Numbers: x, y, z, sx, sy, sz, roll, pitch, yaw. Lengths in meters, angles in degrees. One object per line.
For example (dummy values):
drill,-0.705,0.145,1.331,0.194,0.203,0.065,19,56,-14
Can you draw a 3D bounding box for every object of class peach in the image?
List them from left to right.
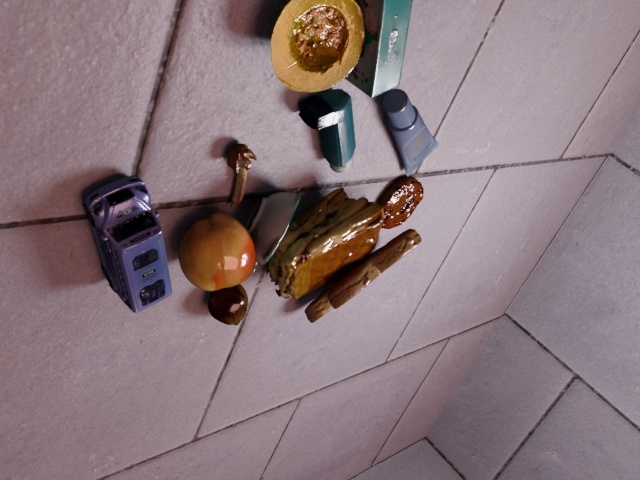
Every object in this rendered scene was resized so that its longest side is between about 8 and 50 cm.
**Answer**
peach,-0.239,0.026,1.612,0.184,0.184,0.184,-31,146,-24

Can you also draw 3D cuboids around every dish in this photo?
dish,-0.140,-0.034,1.708,0.078,0.224,0.246,26,127,-14

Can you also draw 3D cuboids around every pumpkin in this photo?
pumpkin,-0.020,-0.423,1.416,0.217,0.110,0.217,-16,132,-18

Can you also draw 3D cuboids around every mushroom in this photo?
mushroom,-0.184,-0.143,1.593,0.060,0.061,0.187,-34,152,-30

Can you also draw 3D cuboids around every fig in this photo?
fig,-0.237,0.179,1.857,0.109,0.103,0.155,-22,139,2

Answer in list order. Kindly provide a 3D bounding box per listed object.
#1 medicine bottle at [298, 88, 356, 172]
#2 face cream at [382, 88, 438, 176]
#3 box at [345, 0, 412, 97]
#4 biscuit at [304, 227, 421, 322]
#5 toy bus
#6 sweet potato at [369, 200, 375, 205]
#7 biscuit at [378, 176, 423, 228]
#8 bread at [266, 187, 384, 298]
medicine bottle,0.028,-0.259,1.690,0.124,0.079,0.258,-40,150,-17
face cream,0.247,-0.296,1.919,0.135,0.086,0.385,-46,154,1
box,0.105,-0.451,1.486,0.092,0.153,0.245,-29,144,-28
biscuit,0.109,0.104,2.087,0.368,0.076,0.394,-37,178,-13
toy bus,-0.388,0.012,1.443,0.125,0.133,0.292,-29,145,-26
sweet potato,0.064,0.032,2.066,0.341,0.092,0.114,-47,133,-1
biscuit,0.244,-0.113,2.161,0.192,0.049,0.192,-27,142,-23
bread,0.000,0.000,1.873,0.324,0.167,0.277,-29,158,-19
